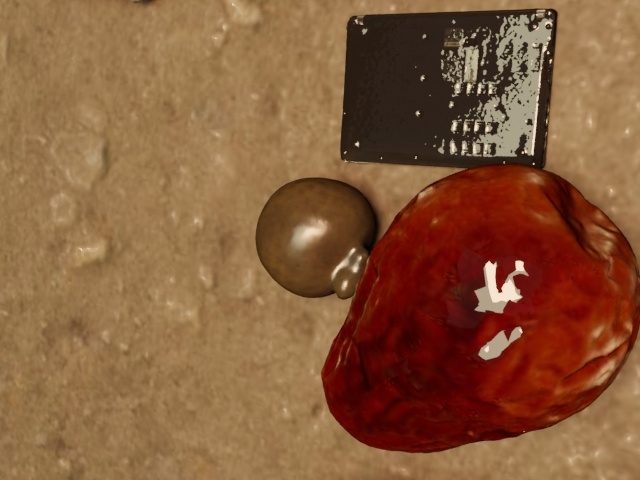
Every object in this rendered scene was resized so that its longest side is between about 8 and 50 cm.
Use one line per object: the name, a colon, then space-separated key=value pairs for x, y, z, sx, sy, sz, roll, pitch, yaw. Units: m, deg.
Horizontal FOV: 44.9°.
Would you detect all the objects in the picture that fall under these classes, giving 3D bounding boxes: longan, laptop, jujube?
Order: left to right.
longan: x=0.000 y=0.000 z=0.654 sx=0.119 sy=0.106 sz=0.106 roll=48 pitch=114 yaw=39
laptop: x=0.100 y=-0.125 z=0.644 sx=0.180 sy=0.016 sz=0.129 roll=6 pitch=96 yaw=28
jujube: x=0.108 y=0.063 z=0.578 sx=0.255 sy=0.190 sz=0.190 roll=-44 pitch=74 yaw=40

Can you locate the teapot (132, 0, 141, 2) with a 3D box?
teapot: x=-0.233 y=-0.336 z=0.744 sx=0.163 sy=0.222 sz=0.178 roll=-130 pitch=49 yaw=-58
